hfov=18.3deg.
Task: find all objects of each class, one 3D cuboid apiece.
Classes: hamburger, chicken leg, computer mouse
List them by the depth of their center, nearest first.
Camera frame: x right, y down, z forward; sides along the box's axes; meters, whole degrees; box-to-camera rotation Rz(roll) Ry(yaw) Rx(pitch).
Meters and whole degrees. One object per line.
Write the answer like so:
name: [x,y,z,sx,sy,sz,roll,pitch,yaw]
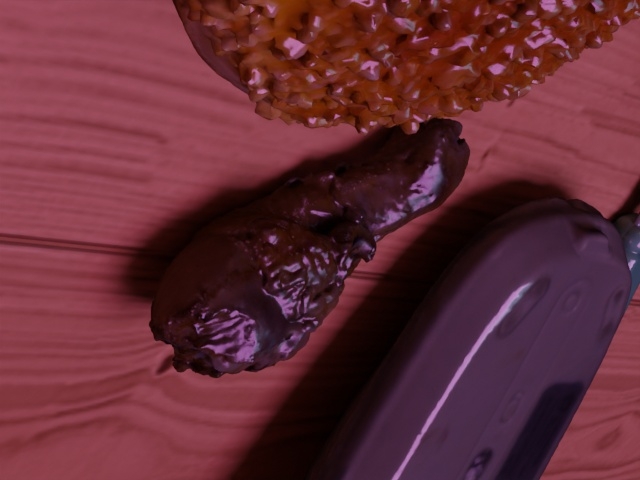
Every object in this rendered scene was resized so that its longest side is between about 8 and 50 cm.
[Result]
hamburger: [0.061,-0.164,0.683,0.302,0.170,0.302,-31,151,-20]
chicken leg: [-0.002,-0.001,0.965,0.198,0.069,0.085,-37,129,-25]
computer mouse: [0.064,0.114,1.179,0.197,0.095,0.331,6,117,-57]

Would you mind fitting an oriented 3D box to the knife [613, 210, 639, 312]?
knife: [0.216,-0.027,1.246,0.063,0.034,0.260,-8,133,-53]
